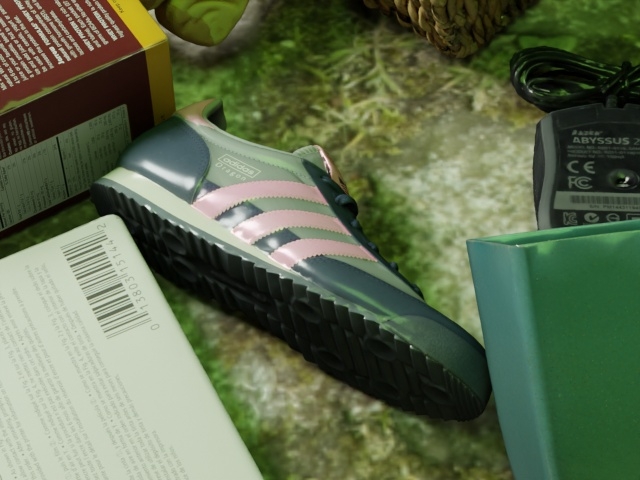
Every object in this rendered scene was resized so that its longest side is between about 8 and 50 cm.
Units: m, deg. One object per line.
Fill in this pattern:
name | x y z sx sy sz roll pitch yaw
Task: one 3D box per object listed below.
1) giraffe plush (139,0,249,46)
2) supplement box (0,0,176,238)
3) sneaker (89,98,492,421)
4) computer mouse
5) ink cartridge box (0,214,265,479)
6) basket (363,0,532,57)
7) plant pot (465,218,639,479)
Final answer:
giraffe plush | -0.100 -0.272 1.366 0.210 0.181 0.170 -29 33 -15
supplement box | -0.235 -0.125 1.278 0.194 0.129 0.191 -27 59 -18
sneaker | 0.000 0.000 1.198 0.319 0.112 0.131 31 63 19
computer mouse | 0.219 -0.033 1.253 0.188 0.072 0.272 6 42 7
ink cartridge box | -0.187 0.149 1.120 0.261 0.066 0.296 -22 57 -15
basket | 0.071 -0.309 1.306 0.223 0.299 0.213 38 64 21
plant pot | 0.191 0.107 1.054 0.165 0.166 0.234 -6 92 -4
